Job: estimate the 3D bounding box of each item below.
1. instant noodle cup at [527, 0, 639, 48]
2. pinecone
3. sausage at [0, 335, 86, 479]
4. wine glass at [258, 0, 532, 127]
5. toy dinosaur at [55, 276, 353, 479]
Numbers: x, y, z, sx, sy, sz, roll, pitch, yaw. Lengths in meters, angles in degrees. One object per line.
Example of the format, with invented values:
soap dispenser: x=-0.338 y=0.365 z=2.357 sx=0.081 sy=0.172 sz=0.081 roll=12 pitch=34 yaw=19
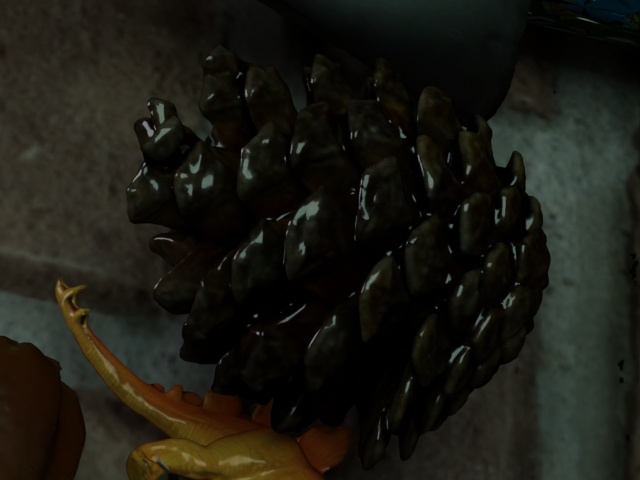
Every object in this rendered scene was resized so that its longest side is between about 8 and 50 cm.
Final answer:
instant noodle cup: x=0.178 y=-0.213 z=1.107 sx=0.178 sy=0.240 sz=0.240 roll=7 pitch=59 yaw=0
pinecone: x=0.003 y=0.002 z=0.914 sx=0.205 sy=0.179 sz=0.184 roll=21 pitch=16 yaw=-12
sausage: x=-0.185 y=0.187 z=0.862 sx=0.102 sy=0.102 sz=0.330 roll=15 pitch=59 yaw=-3
wine glass: x=-0.114 y=-0.182 z=1.012 sx=0.406 sy=0.267 sz=0.267 roll=-3 pitch=61 yaw=-7
toy dinosaur: x=-0.031 y=0.126 z=0.945 sx=0.117 sy=0.070 sz=0.288 roll=-17 pitch=62 yaw=-31
